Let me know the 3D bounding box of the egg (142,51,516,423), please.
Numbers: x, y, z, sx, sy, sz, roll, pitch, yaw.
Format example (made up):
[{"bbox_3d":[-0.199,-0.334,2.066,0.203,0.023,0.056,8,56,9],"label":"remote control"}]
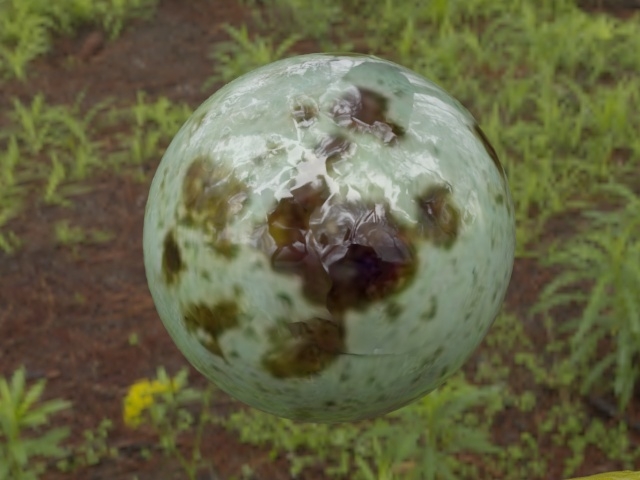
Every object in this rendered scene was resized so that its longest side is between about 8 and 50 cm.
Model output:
[{"bbox_3d":[0.000,0.000,0.703,0.169,0.169,0.231,-15,0,-12],"label":"egg"}]

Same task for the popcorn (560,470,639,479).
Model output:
[{"bbox_3d":[0.080,0.209,0.381,0.326,0.290,0.321,6,79,22],"label":"popcorn"}]
